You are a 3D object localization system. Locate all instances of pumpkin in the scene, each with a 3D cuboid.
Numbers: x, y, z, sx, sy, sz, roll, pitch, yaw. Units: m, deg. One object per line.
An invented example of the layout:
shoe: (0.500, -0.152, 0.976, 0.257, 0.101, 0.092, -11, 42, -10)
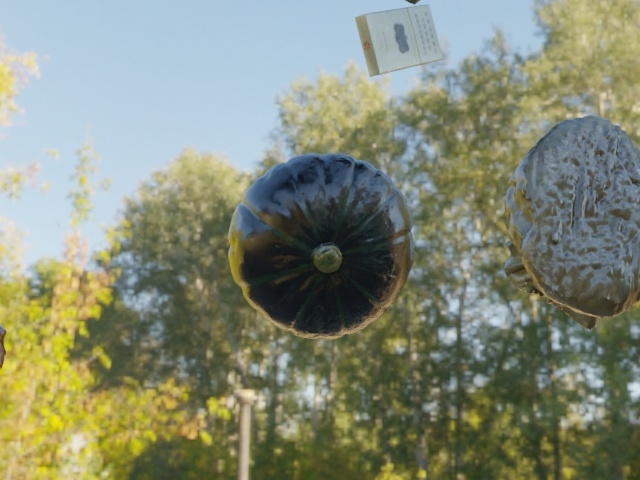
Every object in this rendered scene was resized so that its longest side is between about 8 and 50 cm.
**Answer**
pumpkin: (0.000, 0.000, 1.234, 0.248, 0.247, 0.248, 1, -14, 0)

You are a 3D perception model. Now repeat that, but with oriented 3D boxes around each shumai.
shumai: (0.235, -0.004, 0.864, 0.162, 0.209, 0.153, 17, -31, -5)

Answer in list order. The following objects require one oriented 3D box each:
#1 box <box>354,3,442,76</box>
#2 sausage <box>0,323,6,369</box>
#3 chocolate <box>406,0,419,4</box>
box: (0.121, -0.302, 1.377, 0.024, 0.090, 0.167, -8, 10, 44)
sausage: (-0.251, 0.048, 0.428, 0.198, 0.076, 0.076, 13, -18, -30)
chocolate: (0.153, -0.604, 1.495, 0.326, 0.297, 0.314, -37, -10, -23)
